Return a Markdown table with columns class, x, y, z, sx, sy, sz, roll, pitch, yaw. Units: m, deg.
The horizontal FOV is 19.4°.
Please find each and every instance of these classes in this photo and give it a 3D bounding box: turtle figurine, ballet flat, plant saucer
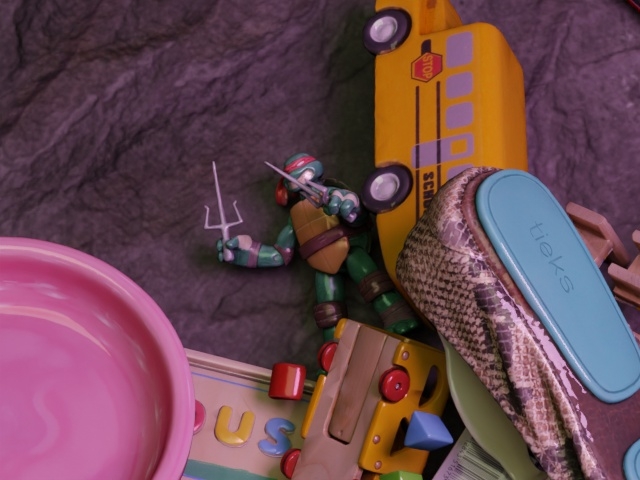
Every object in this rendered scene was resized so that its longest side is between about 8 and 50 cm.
| class | x | y | z | sx | sy | sz | roll | pitch | yaw |
| --- | --- | --- | --- | --- | --- | --- | --- | --- | --- |
| turtle figurine | 0.000 | 0.000 | 1.731 | 0.118 | 0.175 | 0.234 | -18 | 78 | -42 |
| ballet flat | 0.222 | 0.165 | 1.486 | 0.164 | 0.182 | 0.483 | -20 | 69 | -44 |
| plant saucer | -0.274 | 0.155 | 1.599 | 0.332 | 0.084 | 0.332 | 3 | 57 | -5 |

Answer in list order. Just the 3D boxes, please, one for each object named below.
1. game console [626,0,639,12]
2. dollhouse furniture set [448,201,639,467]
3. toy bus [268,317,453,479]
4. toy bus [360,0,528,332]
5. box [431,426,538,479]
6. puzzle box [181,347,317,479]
| class | x | y | z | sx | sy | sz | roll | pitch | yaw |
| --- | --- | --- | --- | --- | --- | --- | --- | --- | --- |
| game console | 0.473 | -0.321 | 1.809 | 0.386 | 0.060 | 0.342 | -42 | 70 | -6 |
| dollhouse furniture set | 0.272 | 0.125 | 1.667 | 0.242 | 0.161 | 0.212 | 28 | 76 | 40 |
| toy bus | 0.047 | 0.170 | 1.616 | 0.202 | 0.104 | 0.191 | -38 | 51 | 34 |
| toy bus | 0.117 | -0.085 | 1.712 | 0.130 | 0.108 | 0.332 | -13 | 55 | 22 |
| box | 0.130 | 0.237 | 1.624 | 0.072 | 0.137 | 0.126 | 31 | 78 | 15 |
| puzzle box | -0.203 | 0.205 | 1.657 | 0.409 | 0.052 | 0.272 | 13 | 57 | 1 |
